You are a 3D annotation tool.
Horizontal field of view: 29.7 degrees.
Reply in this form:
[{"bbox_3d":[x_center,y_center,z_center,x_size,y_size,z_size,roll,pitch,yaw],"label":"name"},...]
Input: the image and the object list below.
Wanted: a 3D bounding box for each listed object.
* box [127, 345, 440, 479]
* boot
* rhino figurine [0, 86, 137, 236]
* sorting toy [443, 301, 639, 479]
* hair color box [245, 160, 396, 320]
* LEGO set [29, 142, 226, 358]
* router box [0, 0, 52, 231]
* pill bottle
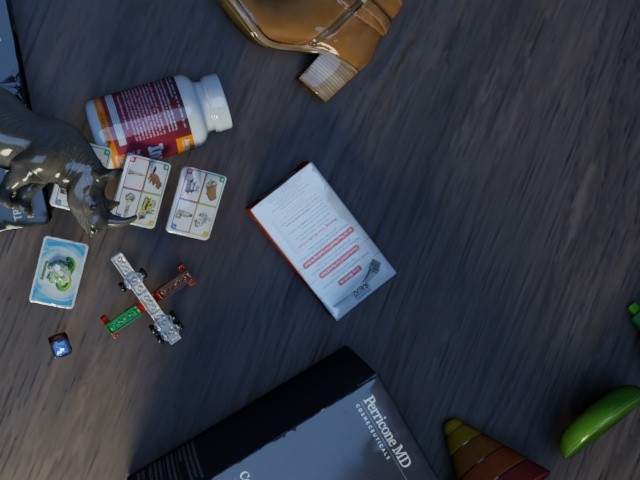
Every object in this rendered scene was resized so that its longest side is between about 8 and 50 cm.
[{"bbox_3d":[-0.002,0.354,1.379,0.312,0.179,0.343,-30,100,-5],"label":"box"},{"bbox_3d":[-0.013,-0.273,1.375,0.197,0.073,0.152,40,89,-23],"label":"boot"},{"bbox_3d":[-0.297,-0.081,1.244,0.243,0.073,0.106,29,90,-1],"label":"rhino figurine"},{"bbox_3d":[0.292,0.197,1.473,0.365,0.127,0.126,-36,71,-8],"label":"sorting toy"},{"bbox_3d":[0.000,0.000,1.410,0.093,0.053,0.167,-38,99,-6],"label":"hair color box"},{"bbox_3d":[-0.225,0.020,1.345,0.182,0.060,0.244,12,100,-20],"label":"LEGO set"},{"bbox_3d":[-0.440,-0.149,1.304,0.243,0.081,0.309,-11,97,-9],"label":"router box"},{"bbox_3d":[-0.180,-0.135,1.349,0.152,0.086,0.086,-18,98,-7],"label":"pill bottle"}]
